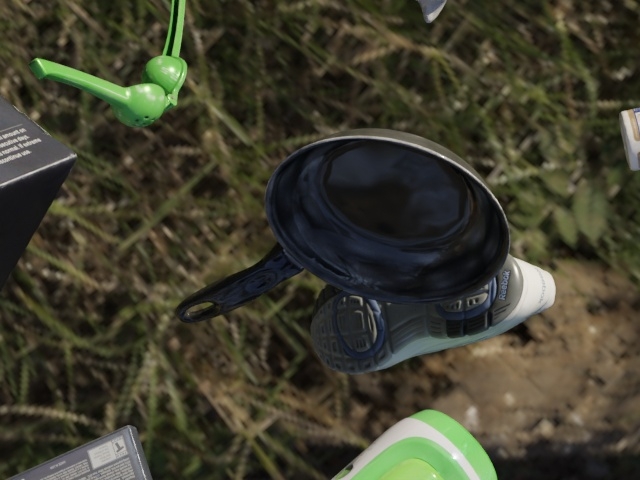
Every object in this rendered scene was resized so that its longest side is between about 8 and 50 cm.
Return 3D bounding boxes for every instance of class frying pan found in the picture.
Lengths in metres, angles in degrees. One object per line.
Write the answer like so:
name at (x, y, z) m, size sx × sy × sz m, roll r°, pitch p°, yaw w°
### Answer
frying pan at (0.027, 0.012, 1.288) m, size 0.197 × 0.053 × 0.326 m, roll 26°, pitch 141°, yaw -11°

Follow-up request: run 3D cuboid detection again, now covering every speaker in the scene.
speaker at (0.031, 0.293, 1.492) m, size 0.296 × 0.131 × 0.131 m, roll -39°, pitch 136°, yaw -23°

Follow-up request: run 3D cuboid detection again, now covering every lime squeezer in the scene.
lime squeezer at (-0.191, -0.176, 1.626) m, size 0.059 × 0.110 × 0.310 m, roll -46°, pitch 179°, yaw 32°

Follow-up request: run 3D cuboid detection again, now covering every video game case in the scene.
video game case at (-0.256, 0.372, 1.765) m, size 0.196 × 0.274 × 0.026 m, roll -25°, pitch 161°, yaw 11°

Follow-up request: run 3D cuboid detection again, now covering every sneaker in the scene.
sneaker at (0.115, 0.082, 1.651) m, size 0.129 × 0.297 × 0.111 m, roll 10°, pitch 73°, yaw -48°

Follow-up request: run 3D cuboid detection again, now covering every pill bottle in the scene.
pill bottle at (0.386, -0.118, 1.686) m, size 0.120 × 0.067 × 0.067 m, roll -11°, pitch 132°, yaw 8°

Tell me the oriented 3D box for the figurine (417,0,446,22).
figurine at (0.125, -0.399, 1.892) m, size 0.215 × 0.092 × 0.209 m, roll 42°, pitch 82°, yaw -18°

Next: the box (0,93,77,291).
box at (-0.391, -0.022, 1.138) m, size 0.296 × 0.294 × 0.182 m, roll -56°, pitch 169°, yaw 26°
